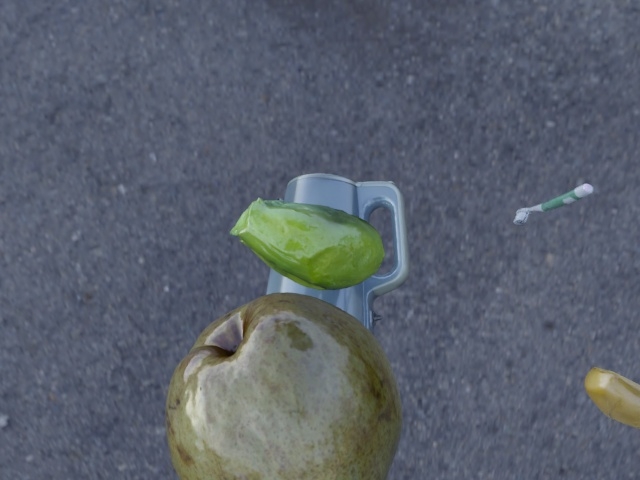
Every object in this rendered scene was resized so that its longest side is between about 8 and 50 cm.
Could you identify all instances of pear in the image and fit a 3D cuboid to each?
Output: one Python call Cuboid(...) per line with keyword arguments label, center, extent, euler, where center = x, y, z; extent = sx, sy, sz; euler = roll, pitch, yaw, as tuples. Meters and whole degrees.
Cuboid(label="pear", center=(-0.031, 0.147, 1.091), extent=(0.188, 0.211, 0.228), euler=(-3, 42, 31))

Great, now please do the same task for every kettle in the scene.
Cuboid(label="kettle", center=(0.026, 0.030, 1.770), extent=(0.210, 0.160, 0.243), euler=(-3, 69, 21))

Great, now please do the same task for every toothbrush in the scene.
Cuboid(label="toothbrush", center=(0.325, -0.050, 1.728), extent=(0.018, 0.257, 0.024), euler=(25, 77, -8))

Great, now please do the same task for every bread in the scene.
Cuboid(label="bread", center=(0.389, 0.206, 1.563), extent=(0.115, 0.082, 0.056), euler=(26, 88, -17))

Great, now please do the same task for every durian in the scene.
Cuboid(label="durian", center=(0.000, 0.000, 1.600), extent=(0.250, 0.101, 0.139), euler=(10, 28, -34))
